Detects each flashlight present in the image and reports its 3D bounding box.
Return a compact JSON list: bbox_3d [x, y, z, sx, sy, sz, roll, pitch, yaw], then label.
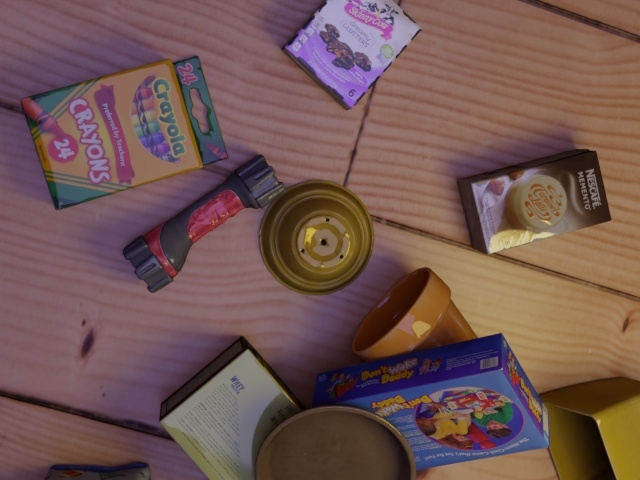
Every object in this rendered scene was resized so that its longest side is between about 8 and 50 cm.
[{"bbox_3d":[-0.202,-0.030,1.817,0.304,0.103,0.103,-34,98,-3],"label":"flashlight"}]

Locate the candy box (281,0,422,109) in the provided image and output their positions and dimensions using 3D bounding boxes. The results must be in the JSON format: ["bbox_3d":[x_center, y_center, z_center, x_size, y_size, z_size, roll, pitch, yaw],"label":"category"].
[{"bbox_3d":[0.056,-0.363,1.839,0.165,0.070,0.196,41,89,-10],"label":"candy box"}]

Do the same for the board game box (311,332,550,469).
[{"bbox_3d":[0.193,0.295,1.774,0.347,0.078,0.233,-16,130,24],"label":"board game box"}]

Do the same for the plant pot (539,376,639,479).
[{"bbox_3d":[0.561,0.368,1.929,0.187,0.212,0.212,-25,99,-18],"label":"plant pot"}]

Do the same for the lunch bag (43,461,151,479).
[{"bbox_3d":[-0.407,0.611,1.734,0.239,0.328,0.385,0,96,-2],"label":"lunch bag"}]

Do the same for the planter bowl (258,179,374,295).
[{"bbox_3d":[0.000,0.000,1.857,0.217,0.090,0.217,-1,96,-9],"label":"planter bowl"}]

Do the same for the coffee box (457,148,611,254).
[{"bbox_3d":[0.397,-0.076,1.904,0.247,0.098,0.141,-16,98,-7],"label":"coffee box"}]

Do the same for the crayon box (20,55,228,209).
[{"bbox_3d":[-0.338,-0.194,1.792,0.319,0.081,0.202,-18,97,-7],"label":"crayon box"}]

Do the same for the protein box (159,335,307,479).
[{"bbox_3d":[-0.150,0.318,1.841,0.201,0.136,0.200,-40,99,-3],"label":"protein box"}]

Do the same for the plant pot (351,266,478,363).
[{"bbox_3d":[0.193,0.184,1.844,0.188,0.205,0.205,42,88,-10],"label":"plant pot"}]

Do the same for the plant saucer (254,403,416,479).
[{"bbox_3d":[0.026,0.393,1.761,0.278,0.041,0.277,0,116,0],"label":"plant saucer"}]
